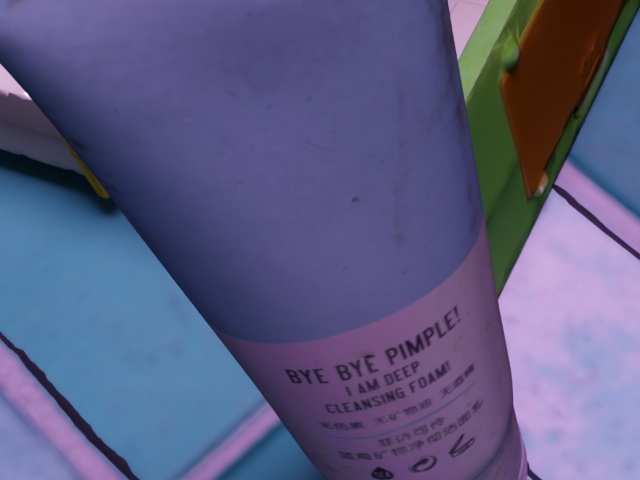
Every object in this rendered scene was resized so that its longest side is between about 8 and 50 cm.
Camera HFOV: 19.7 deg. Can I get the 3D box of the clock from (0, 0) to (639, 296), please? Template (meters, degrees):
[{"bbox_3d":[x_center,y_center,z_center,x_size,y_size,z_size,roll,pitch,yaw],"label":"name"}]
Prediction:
[{"bbox_3d":[-0.016,-0.113,0.705,0.255,0.106,0.220,17,65,24],"label":"clock"}]

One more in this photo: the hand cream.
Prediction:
[{"bbox_3d":[0.000,0.000,0.507,0.111,0.312,0.070,-17,56,3],"label":"hand cream"}]
